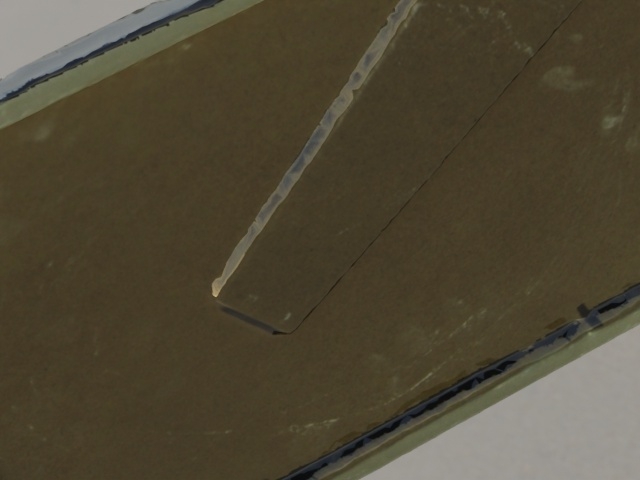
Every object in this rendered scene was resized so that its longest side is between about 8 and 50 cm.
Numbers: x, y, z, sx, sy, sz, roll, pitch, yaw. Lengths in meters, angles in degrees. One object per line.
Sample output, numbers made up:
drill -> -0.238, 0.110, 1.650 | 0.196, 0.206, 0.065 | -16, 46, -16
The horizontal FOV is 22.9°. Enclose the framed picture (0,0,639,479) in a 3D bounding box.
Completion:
framed picture -> 0.000, 0.000, 0.601 | 0.335, 0.247, 0.022 | -28, 40, -9
